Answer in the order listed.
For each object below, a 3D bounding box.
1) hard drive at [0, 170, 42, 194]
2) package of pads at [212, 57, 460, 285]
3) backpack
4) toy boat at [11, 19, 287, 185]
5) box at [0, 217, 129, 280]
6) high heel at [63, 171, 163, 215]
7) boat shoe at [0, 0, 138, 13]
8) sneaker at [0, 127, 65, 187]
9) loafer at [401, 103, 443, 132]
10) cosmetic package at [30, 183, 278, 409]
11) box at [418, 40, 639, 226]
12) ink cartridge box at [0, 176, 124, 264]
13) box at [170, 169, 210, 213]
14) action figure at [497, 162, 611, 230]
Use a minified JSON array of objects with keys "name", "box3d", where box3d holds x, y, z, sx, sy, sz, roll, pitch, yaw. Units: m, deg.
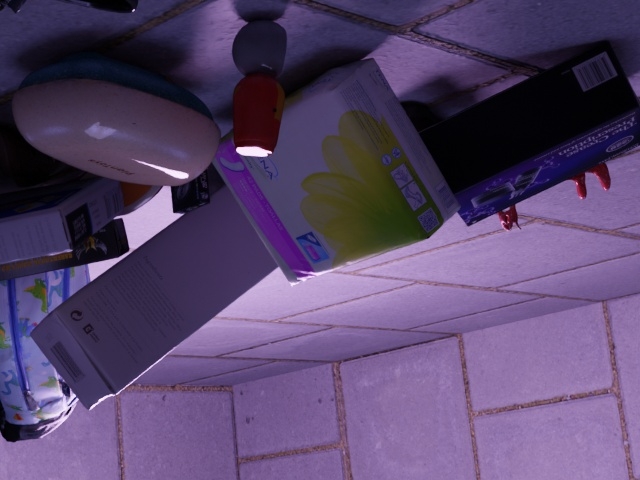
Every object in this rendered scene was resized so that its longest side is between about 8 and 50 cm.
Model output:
[{"name":"hard drive","box3d":[-0.564,-0.084,1.844,0.203,0.040,0.307,-15,164,35]},{"name":"package of pads","box3d":[0.010,-0.084,1.703,0.101,0.229,0.296,-39,-169,-38]},{"name":"backpack","box3d":[-0.492,0.131,2.307,0.273,0.290,0.355,-11,138,7]},{"name":"toy boat","box3d":[-0.170,-0.157,1.531,0.318,0.148,0.267,-5,165,32]},{"name":"box","box3d":[-0.395,0.016,1.927,0.231,0.056,0.183,-11,-178,-4]},{"name":"high heel","box3d":[-0.318,-0.070,1.991,0.244,0.082,0.117,-24,-172,21]},{"name":"boat shoe","box3d":[-0.267,-0.239,1.209,0.228,0.076,0.080,2,165,-32]},{"name":"sneaker","box3d":[-0.381,-0.116,1.767,0.071,0.066,0.188,-17,175,-5]},{"name":"loafer","box3d":[0.149,-0.127,1.891,0.080,0.078,0.220,-13,165,28]},{"name":"cosmetic package","box3d":[-0.224,0.070,2.019,0.385,0.156,0.217,-37,-178,-24]},{"name":"box","box3d":[0.274,-0.131,1.736,0.261,0.103,0.184,-26,166,9]},{"name":"ink cartridge box","box3d":[-0.433,-0.013,1.733,0.307,0.072,0.303,-12,-169,6]},{"name":"box","box3d":[-0.186,-0.085,1.914,0.018,0.083,0.067,5,165,-42]},{"name":"action figure","box3d":[0.335,-0.065,2.142,0.280,0.139,0.091,5,163,-30]}]
